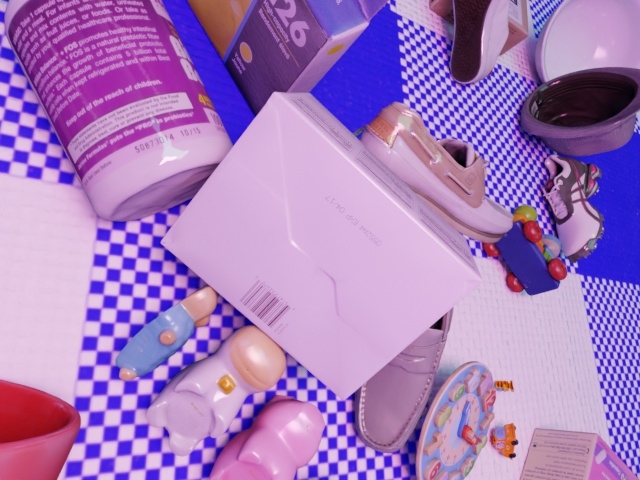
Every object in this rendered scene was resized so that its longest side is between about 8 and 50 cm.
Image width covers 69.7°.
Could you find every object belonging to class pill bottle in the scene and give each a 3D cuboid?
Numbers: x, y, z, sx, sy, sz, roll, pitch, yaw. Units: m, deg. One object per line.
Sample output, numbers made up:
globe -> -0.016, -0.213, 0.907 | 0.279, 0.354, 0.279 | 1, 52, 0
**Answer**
pill bottle -> -0.229, -0.187, 0.510 | 0.169, 0.169, 0.301 | -27, 91, -35

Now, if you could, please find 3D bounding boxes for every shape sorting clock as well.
shape sorting clock -> 0.206, 0.279, 0.679 | 0.206, 0.040, 0.206 | -12, 106, -46

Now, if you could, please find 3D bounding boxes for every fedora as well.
fedora -> 0.593, -0.272, 1.029 | 0.243, 0.275, 0.124 | -47, 127, -15

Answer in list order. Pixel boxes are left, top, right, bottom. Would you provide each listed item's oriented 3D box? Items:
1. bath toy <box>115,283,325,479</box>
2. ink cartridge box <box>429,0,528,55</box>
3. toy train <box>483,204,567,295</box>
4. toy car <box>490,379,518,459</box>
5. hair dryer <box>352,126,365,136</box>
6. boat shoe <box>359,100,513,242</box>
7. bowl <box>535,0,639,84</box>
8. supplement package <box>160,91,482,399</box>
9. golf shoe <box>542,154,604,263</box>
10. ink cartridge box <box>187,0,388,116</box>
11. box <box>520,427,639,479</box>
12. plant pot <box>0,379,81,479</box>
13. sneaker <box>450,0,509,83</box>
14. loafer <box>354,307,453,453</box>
bath toy -> -0.065, 0.216, 0.522 | 0.348, 0.151, 0.129 | 56, 10, -3
ink cartridge box -> 0.369, -0.574, 1.063 | 0.235, 0.088, 0.193 | 18, 67, -26
toy train -> 0.383, -0.029, 0.898 | 0.248, 0.105, 0.143 | 54, 45, -6
toy car -> 0.312, 0.306, 0.792 | 0.041, 0.060, 0.122 | 2, 46, 12
hair dryer -> 0.160, -0.080, 0.735 | 0.294, 0.080, 0.223 | -23, 119, -39
boat shoe -> 0.181, -0.085, 0.637 | 0.302, 0.103, 0.113 | 19, 23, -34
bowl -> 0.661, -0.483, 1.157 | 0.298, 0.134, 0.297 | -2, 111, -6
supplement package -> 0.004, 0.000, 0.519 | 0.262, 0.204, 0.145 | 42, 20, -4
golf shoe -> 0.548, -0.074, 1.027 | 0.120, 0.105, 0.272 | 24, 56, -7
ink cartridge box -> -0.076, -0.345, 0.572 | 0.072, 0.307, 0.303 | -31, 92, -29
box -> 0.433, 0.479, 0.752 | 0.213, 0.117, 0.243 | 46, 57, -12
plant pot -> -0.326, 0.213, 0.282 | 0.275, 0.275, 0.243 | 19, 75, -26
sneaker -> 0.341, -0.482, 0.957 | 0.123, 0.106, 0.290 | -22, 128, -43
loafer -> 0.116, 0.128, 0.631 | 0.112, 0.111, 0.319 | 13, 79, 13
